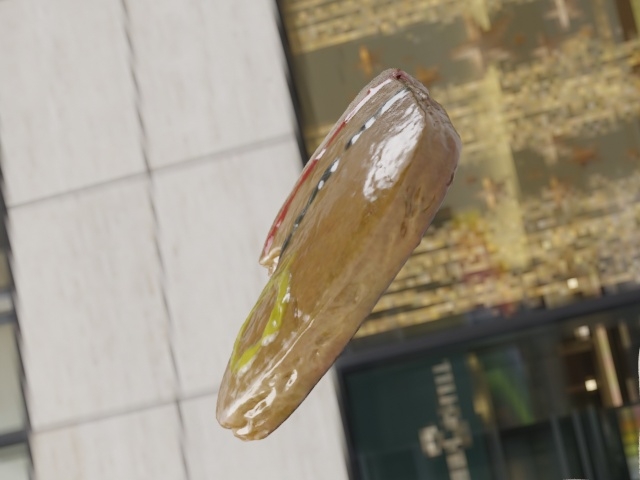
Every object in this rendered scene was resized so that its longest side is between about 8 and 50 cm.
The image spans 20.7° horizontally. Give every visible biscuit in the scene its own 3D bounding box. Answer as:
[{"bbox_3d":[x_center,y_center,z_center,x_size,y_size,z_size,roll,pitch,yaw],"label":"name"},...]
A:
[{"bbox_3d":[-0.002,-0.001,1.269,0.052,0.262,0.277,34,-167,-14],"label":"biscuit"}]

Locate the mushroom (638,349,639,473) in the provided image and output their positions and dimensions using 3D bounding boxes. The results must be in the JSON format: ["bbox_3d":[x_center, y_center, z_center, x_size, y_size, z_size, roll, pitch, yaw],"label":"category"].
[{"bbox_3d":[0.396,0.187,1.931,0.123,0.095,0.351,-33,-51,-63],"label":"mushroom"}]

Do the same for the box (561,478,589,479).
[{"bbox_3d":[0.236,0.378,1.749,0.291,0.262,0.206,-43,-25,-47],"label":"box"}]
